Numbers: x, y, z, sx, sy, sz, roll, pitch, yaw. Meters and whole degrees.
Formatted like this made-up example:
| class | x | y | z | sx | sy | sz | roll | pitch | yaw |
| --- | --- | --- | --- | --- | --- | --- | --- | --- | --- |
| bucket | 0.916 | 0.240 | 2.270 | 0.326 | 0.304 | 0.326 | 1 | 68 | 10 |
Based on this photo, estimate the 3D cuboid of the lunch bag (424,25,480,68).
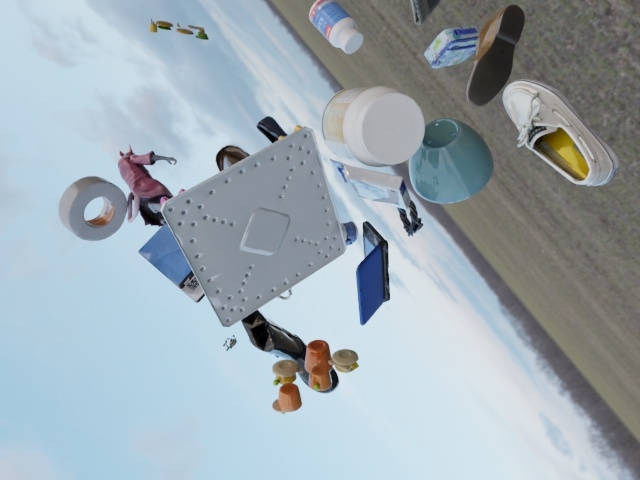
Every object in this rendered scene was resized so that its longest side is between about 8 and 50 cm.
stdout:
| class | x | y | z | sx | sy | sz | roll | pitch | yaw |
| --- | --- | --- | --- | --- | --- | --- | --- | --- | --- |
| lunch bag | 0.547 | -0.791 | 2.257 | 0.219 | 0.176 | 0.090 | -19 | -103 | -31 |

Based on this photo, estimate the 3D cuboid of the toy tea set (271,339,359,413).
| class | x | y | z | sx | sy | sz | roll | pitch | yaw |
| --- | --- | --- | --- | --- | --- | --- | --- | --- | --- |
| toy tea set | -0.036 | 0.442 | 1.757 | 0.336 | 0.124 | 0.200 | -23 | -150 | -39 |

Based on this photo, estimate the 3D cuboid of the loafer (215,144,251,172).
| class | x | y | z | sx | sy | sz | roll | pitch | yaw |
| --- | --- | --- | --- | --- | --- | --- | --- | --- | --- |
| loafer | -0.269 | -0.232 | 1.902 | 0.366 | 0.134 | 0.130 | 50 | 180 | 39 |

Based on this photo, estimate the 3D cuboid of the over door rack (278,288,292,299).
| class | x | y | z | sx | sy | sz | roll | pitch | yaw |
| --- | --- | --- | --- | --- | --- | --- | --- | --- | --- |
| over door rack | -0.150 | 0.056 | 2.303 | 0.324 | 0.108 | 0.239 | 100 | 174 | -47 |

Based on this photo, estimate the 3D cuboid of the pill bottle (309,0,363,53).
| class | x | y | z | sx | sy | sz | roll | pitch | yaw |
| --- | --- | --- | --- | --- | --- | --- | --- | --- | --- |
| pill bottle | 0.065 | -0.826 | 2.134 | 0.221 | 0.124 | 0.124 | 52 | -169 | 22 |

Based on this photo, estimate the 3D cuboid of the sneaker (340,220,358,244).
| class | x | y | z | sx | sy | sz | roll | pitch | yaw |
| --- | --- | --- | --- | --- | --- | --- | --- | --- | --- |
| sneaker | 0.001 | 0.000 | 2.427 | 0.182 | 0.315 | 0.127 | 5 | -118 | -35 |

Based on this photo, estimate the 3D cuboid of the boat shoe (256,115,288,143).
| class | x | y | z | sx | sy | sz | roll | pitch | yaw |
| --- | --- | --- | --- | --- | --- | --- | --- | --- | --- |
| boat shoe | -0.180 | -0.414 | 2.389 | 0.258 | 0.089 | 0.109 | 47 | 149 | 10 |

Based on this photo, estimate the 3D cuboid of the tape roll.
| class | x | y | z | sx | sy | sz | roll | pitch | yaw |
| --- | --- | --- | --- | --- | --- | --- | --- | --- | --- |
| tape roll | -0.783 | -0.109 | 1.916 | 0.072 | 0.219 | 0.219 | 27 | 176 | 34 |

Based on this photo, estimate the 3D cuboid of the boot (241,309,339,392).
| class | x | y | z | sx | sy | sz | roll | pitch | yaw |
| --- | --- | --- | --- | --- | --- | --- | --- | --- | --- |
| boot | -0.125 | 0.492 | 2.419 | 0.367 | 0.146 | 0.445 | 36 | 170 | 31 |

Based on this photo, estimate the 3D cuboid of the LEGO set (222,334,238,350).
| class | x | y | z | sx | sy | sz | roll | pitch | yaw |
| --- | --- | --- | --- | --- | --- | --- | --- | --- | --- |
| LEGO set | -0.286 | 0.330 | 1.782 | 0.023 | 0.054 | 0.083 | 35 | 174 | -20 |

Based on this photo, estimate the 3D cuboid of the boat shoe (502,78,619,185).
| class | x | y | z | sx | sy | sz | roll | pitch | yaw |
| --- | --- | --- | --- | --- | --- | --- | --- | --- | --- |
| boat shoe | 0.546 | -0.266 | 1.359 | 0.156 | 0.136 | 0.367 | -11 | -123 | -32 |

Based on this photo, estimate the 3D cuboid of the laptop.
| class | x | y | z | sx | sy | sz | roll | pitch | yaw |
| --- | --- | --- | --- | --- | --- | --- | --- | --- | --- |
| laptop | -0.517 | 0.012 | 2.335 | 0.236 | 0.382 | 0.408 | 47 | 166 | -24 |

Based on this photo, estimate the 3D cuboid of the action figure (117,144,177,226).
| class | x | y | z | sx | sy | sz | roll | pitch | yaw |
| --- | --- | --- | --- | --- | --- | --- | --- | --- | --- |
| action figure | -0.683 | -0.206 | 2.081 | 0.275 | 0.248 | 0.370 | -18 | -117 | -47 |

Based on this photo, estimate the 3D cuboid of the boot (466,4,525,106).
| class | x | y | z | sx | sy | sz | roll | pitch | yaw |
| --- | --- | --- | --- | --- | --- | --- | --- | --- | --- |
| boot | 0.505 | -0.542 | 1.661 | 0.112 | 0.305 | 0.115 | 22 | -179 | -22 |

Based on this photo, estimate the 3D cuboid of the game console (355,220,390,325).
| class | x | y | z | sx | sy | sz | roll | pitch | yaw |
| --- | --- | --- | --- | --- | --- | --- | --- | --- | --- |
| game console | 0.163 | 0.119 | 2.069 | 0.250 | 0.173 | 0.293 | -127 | 24 | -50 |

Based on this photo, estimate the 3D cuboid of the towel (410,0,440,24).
| class | x | y | z | sx | sy | sz | roll | pitch | yaw |
| --- | --- | --- | --- | --- | --- | --- | --- | --- | --- |
| towel | 0.343 | -0.959 | 1.935 | 0.312 | 0.056 | 0.324 | -56 | -46 | -40 |

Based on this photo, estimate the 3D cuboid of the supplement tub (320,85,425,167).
| class | x | y | z | sx | sy | sz | roll | pitch | yaw |
| --- | --- | --- | --- | --- | --- | --- | --- | --- | --- |
| supplement tub | 0.149 | -0.337 | 1.639 | 0.228 | 0.228 | 0.316 | 45 | 177 | -24 |

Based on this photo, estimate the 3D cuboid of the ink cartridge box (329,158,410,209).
| class | x | y | z | sx | sy | sz | roll | pitch | yaw |
| --- | --- | --- | --- | --- | --- | --- | --- | --- | --- |
| ink cartridge box | 0.146 | -0.162 | 1.640 | 0.224 | 0.045 | 0.223 | 17 | 174 | 18 |

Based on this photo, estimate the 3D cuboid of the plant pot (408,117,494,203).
| class | x | y | z | sx | sy | sz | roll | pitch | yaw |
| --- | --- | --- | --- | --- | --- | --- | --- | --- | --- |
| plant pot | 0.424 | -0.298 | 1.878 | 0.195 | 0.290 | 0.290 | 54 | -176 | -49 |

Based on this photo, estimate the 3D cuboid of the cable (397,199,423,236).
| class | x | y | z | sx | sy | sz | roll | pitch | yaw |
| --- | --- | --- | --- | --- | --- | --- | --- | --- | --- |
| cable | 0.302 | -0.089 | 1.955 | 0.150 | 0.047 | 0.184 | 60 | 173 | 10 |

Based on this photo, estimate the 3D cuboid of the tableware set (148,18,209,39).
| class | x | y | z | sx | sy | sz | roll | pitch | yaw |
| --- | --- | --- | --- | --- | --- | --- | --- | --- | --- |
| tableware set | -0.380 | -0.560 | 1.483 | 0.154 | 0.024 | 0.104 | 2 | -148 | -23 |

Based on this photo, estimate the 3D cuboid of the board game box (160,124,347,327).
| class | x | y | z | sx | sy | sz | roll | pitch | yaw |
| --- | --- | --- | --- | --- | --- | --- | --- | --- | --- |
| board game box | -0.142 | -0.030 | 1.342 | 0.050 | 0.390 | 0.390 | 38 | 154 | 47 |
